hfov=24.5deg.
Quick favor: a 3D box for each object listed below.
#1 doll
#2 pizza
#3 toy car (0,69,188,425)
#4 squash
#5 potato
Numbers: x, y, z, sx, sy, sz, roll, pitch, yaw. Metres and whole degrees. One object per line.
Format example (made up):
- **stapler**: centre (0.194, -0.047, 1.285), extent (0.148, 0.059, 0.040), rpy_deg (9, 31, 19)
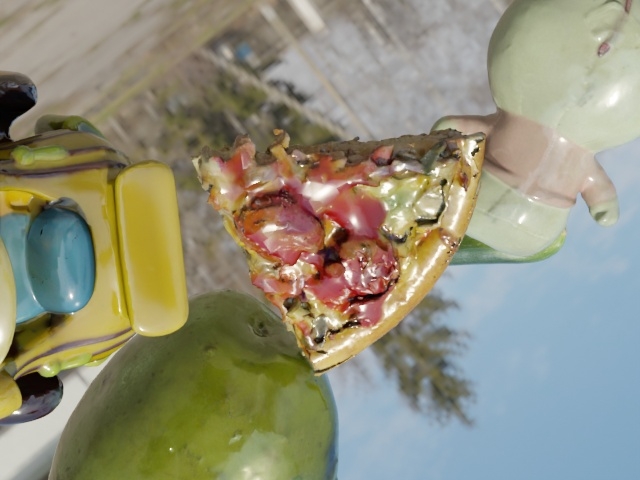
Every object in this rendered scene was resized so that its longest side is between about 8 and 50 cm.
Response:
- **doll**: centre (0.177, -0.094, 1.079), extent (0.275, 0.155, 0.113), rpy_deg (-60, -177, 26)
- **pizza**: centre (0.000, 0.000, 0.950), extent (0.201, 0.193, 0.053), rpy_deg (-62, -153, 24)
- **toy car**: centre (-0.188, 0.016, 0.771), extent (0.248, 0.200, 0.142), rpy_deg (-15, -166, -36)
- **squash**: centre (0.125, -0.004, 1.422), extent (0.229, 0.066, 0.066), rpy_deg (-6, -160, 21)
- **potato**: centre (-0.098, 0.187, 1.114), extent (0.216, 0.216, 0.304), rpy_deg (-49, 165, -57)
